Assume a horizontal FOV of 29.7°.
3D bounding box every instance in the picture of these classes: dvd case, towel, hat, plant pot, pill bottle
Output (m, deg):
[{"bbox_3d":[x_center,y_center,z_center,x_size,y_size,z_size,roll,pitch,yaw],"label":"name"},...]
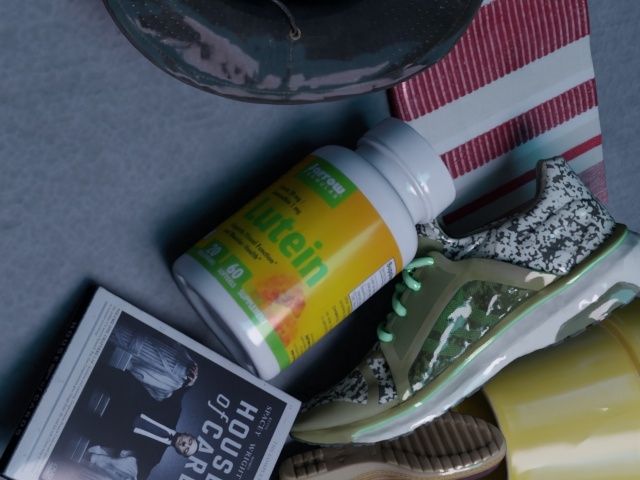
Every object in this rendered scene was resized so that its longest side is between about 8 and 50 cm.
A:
[{"bbox_3d":[-0.145,0.173,1.077,0.238,0.029,0.179,33,71,-27],"label":"dvd case"},{"bbox_3d":[0.181,-0.128,1.229,0.237,0.037,0.329,-28,125,-20],"label":"towel"},{"bbox_3d":[-0.025,-0.262,0.943,0.331,0.134,0.331,-5,110,-15],"label":"hat"},{"bbox_3d":[0.284,0.206,1.349,0.239,0.254,0.254,-10,119,-16],"label":"plant pot"},{"bbox_3d":[0.000,0.000,1.092,0.245,0.136,0.136,-39,130,-14],"label":"pill bottle"}]

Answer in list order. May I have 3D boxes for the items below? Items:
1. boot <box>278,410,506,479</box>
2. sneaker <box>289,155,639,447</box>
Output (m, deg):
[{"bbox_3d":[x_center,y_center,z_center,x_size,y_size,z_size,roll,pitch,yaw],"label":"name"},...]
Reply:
[{"bbox_3d":[0.083,0.285,1.294,0.248,0.090,0.207,-11,130,4],"label":"boot"},{"bbox_3d":[0.122,0.057,1.213,0.410,0.158,0.182,-32,92,4],"label":"sneaker"}]
